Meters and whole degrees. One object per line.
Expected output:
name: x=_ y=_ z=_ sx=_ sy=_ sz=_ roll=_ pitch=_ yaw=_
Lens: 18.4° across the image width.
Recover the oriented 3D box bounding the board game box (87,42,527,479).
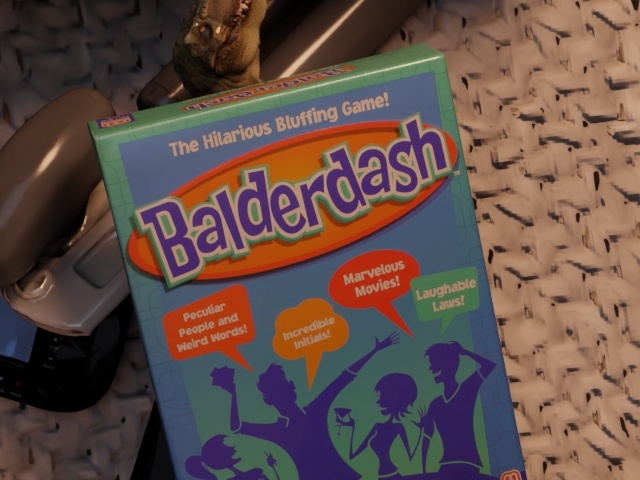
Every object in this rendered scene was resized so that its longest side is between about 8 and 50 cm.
board game box: x=-0.004 y=0.031 z=0.896 sx=0.160 sy=0.047 sz=0.210 roll=-15 pitch=104 yaw=-7

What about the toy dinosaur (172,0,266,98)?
toy dinosaur: x=0.000 y=0.000 z=0.944 sx=0.118 sy=0.064 sz=0.268 roll=-11 pitch=101 yaw=-15

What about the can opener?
can opener: x=-0.057 y=-0.072 z=0.963 sx=0.076 sy=0.095 sz=0.283 roll=36 pitch=74 yaw=26

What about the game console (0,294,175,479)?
game console: x=-0.120 y=0.054 z=1.011 sx=0.361 sy=0.044 sz=0.213 roll=16 pitch=83 yaw=12
